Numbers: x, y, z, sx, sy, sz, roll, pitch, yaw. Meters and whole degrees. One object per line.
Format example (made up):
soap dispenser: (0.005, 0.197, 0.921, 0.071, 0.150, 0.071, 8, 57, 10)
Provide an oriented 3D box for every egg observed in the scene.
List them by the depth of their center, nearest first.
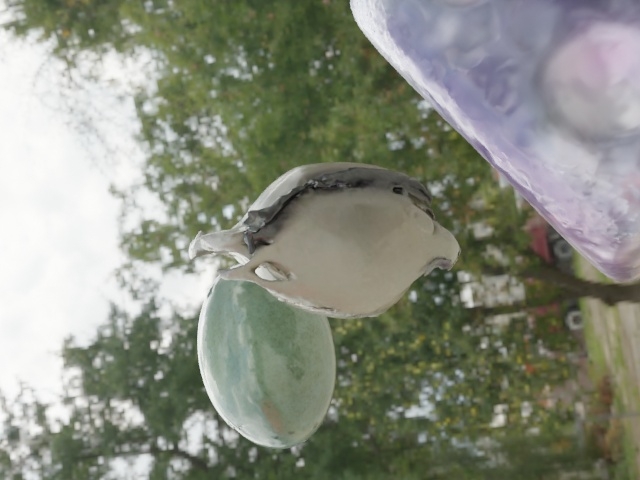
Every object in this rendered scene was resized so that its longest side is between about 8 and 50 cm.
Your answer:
egg: (-0.066, 0.140, 1.291, 0.169, 0.169, 0.237, 45, -148, -72)

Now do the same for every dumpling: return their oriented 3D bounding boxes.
dumpling: (0.004, -0.014, 1.087, 0.204, 0.292, 0.163, -127, 41, -60)

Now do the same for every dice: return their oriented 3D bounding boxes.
dice: (0.204, -0.153, 0.697, 0.270, 0.271, 0.270, 49, -170, 19)
